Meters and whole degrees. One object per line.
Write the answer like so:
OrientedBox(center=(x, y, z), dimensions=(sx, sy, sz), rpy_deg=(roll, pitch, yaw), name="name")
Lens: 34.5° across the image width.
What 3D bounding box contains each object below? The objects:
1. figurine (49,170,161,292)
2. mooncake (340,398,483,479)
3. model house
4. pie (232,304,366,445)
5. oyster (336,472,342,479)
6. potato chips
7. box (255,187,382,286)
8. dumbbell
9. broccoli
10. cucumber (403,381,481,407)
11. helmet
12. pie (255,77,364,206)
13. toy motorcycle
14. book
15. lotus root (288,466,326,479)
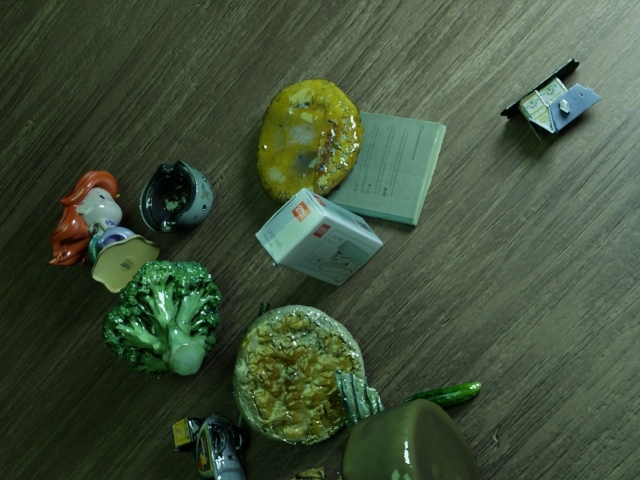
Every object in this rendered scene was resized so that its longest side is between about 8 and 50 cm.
OrientedBox(center=(-0.495, -0.016, 2.277), dimensions=(0.257, 0.181, 0.208), rpy_deg=(48, 132, 36), name="figurine")
OrientedBox(center=(0.159, 0.421, 1.749), dimensions=(0.156, 0.284, 0.284), rpy_deg=(-27, 67, 27), name="mooncake")
OrientedBox(center=(0.422, -0.242, 1.863), dimensions=(0.167, 0.117, 0.088), rpy_deg=(-37, 80, 16), name="model house")
OrientedBox(center=(-0.047, 0.260, 1.984), dimensions=(0.274, 0.055, 0.274), rpy_deg=(0, 88, 7), name="pie")
OrientedBox(center=(0.069, 0.472, 1.872), dimensions=(0.163, 0.081, 0.191), rpy_deg=(-7, 72, -12), name="oyster")
OrientedBox(center=(0.089, 0.334, 1.926), dimensions=(0.092, 0.028, 0.207), rpy_deg=(-16, 87, 22), name="potato chips")
OrientedBox(center=(0.000, 0.000, 1.937), dimensions=(0.135, 0.269, 0.079), rpy_deg=(-45, 62, 11), name="box")
OrientedBox(center=(-0.136, 0.249, 2.065), dimensions=(0.082, 0.082, 0.253), rpy_deg=(9, 84, 30), name="dumbbell")
OrientedBox(center=(-0.312, 0.170, 2.075), dimensions=(0.270, 0.270, 0.270), rpy_deg=(-54, 35, 8), name="broccoli")
OrientedBox(center=(0.215, 0.290, 1.886), dimensions=(0.168, 0.039, 0.039), rpy_deg=(-17, 71, 23), name="cucumber")
OrientedBox(center=(-0.297, -0.088, 2.221), dimensions=(0.177, 0.107, 0.153), rpy_deg=(-13, 75, 46), name="helmet")
OrientedBox(center=(-0.029, -0.195, 2.091), dimensions=(0.274, 0.069, 0.273), rpy_deg=(-6, 78, 32), name="pie")
OrientedBox(center=(-0.208, 0.472, 2.053), dimensions=(0.157, 0.091, 0.263), rpy_deg=(-28, 65, 30), name="toy motorcycle")
OrientedBox(center=(0.095, -0.154, 2.061), dimensions=(0.283, 0.025, 0.214), rpy_deg=(16, 87, 31), name="book")
OrientedBox(center=(-0.014, 0.524, 1.922), dimensions=(0.095, 0.108, 0.190), rpy_deg=(-13, 82, 22), name="lotus root")
